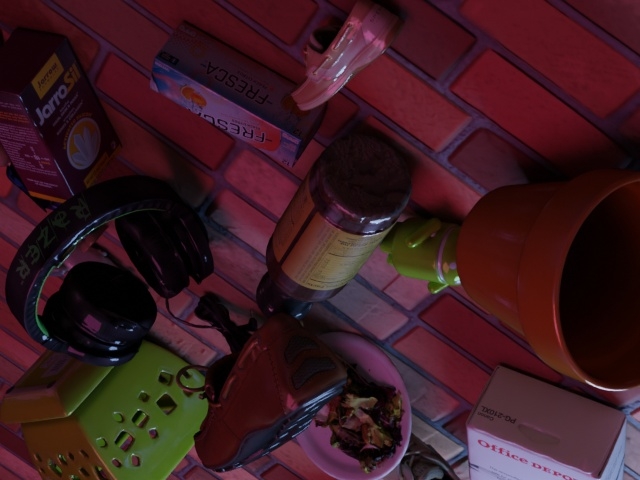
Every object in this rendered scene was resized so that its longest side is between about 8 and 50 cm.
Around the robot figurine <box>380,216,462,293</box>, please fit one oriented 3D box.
[{"bbox_3d":[0.124,0.012,1.733,0.115,0.067,0.101,11,146,31],"label":"robot figurine"}]

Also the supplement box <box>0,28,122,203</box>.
[{"bbox_3d":[-0.323,-0.144,1.886,0.080,0.104,0.188,12,144,30],"label":"supplement box"}]

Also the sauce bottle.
[{"bbox_3d":[0.000,0.000,1.791,0.111,0.111,0.344,34,151,-2],"label":"sauce bottle"}]

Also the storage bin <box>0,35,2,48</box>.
[{"bbox_3d":[-0.436,-0.203,1.893,0.098,0.135,0.091,26,138,12],"label":"storage bin"}]

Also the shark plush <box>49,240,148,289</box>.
[{"bbox_3d":[-0.313,0.028,2.209,0.161,0.073,0.067,12,170,-4],"label":"shark plush"}]

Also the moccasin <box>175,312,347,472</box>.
[{"bbox_3d":[-0.089,0.191,1.994,0.147,0.139,0.380,58,158,11],"label":"moccasin"}]

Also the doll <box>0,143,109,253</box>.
[{"bbox_3d":[-0.362,-0.067,2.091,0.189,0.046,0.129,43,158,-5],"label":"doll"}]

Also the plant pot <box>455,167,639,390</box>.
[{"bbox_3d":[0.237,0.024,1.541,0.188,0.205,0.205,17,149,53],"label":"plant pot"}]

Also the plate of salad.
[{"bbox_3d":[0.029,0.217,2.044,0.199,0.048,0.200,6,101,36],"label":"plate of salad"}]

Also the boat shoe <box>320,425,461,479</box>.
[{"bbox_3d":[0.123,0.308,2.090,0.302,0.109,0.098,49,150,6],"label":"boat shoe"}]

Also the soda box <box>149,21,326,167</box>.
[{"bbox_3d":[-0.088,-0.155,1.694,0.183,0.063,0.058,30,150,5],"label":"soda box"}]

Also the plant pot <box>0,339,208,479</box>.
[{"bbox_3d":[-0.317,0.244,2.334,0.227,0.228,0.207,-13,120,51],"label":"plant pot"}]

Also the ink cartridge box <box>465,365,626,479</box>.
[{"bbox_3d":[0.275,0.277,1.943,0.172,0.100,0.237,20,148,21],"label":"ink cartridge box"}]

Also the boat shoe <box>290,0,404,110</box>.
[{"bbox_3d":[0.015,-0.187,1.561,0.059,0.063,0.170,42,139,-10],"label":"boat shoe"}]

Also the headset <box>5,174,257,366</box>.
[{"bbox_3d":[-0.214,0.064,1.971,0.185,0.243,0.394,48,-171,27],"label":"headset"}]
